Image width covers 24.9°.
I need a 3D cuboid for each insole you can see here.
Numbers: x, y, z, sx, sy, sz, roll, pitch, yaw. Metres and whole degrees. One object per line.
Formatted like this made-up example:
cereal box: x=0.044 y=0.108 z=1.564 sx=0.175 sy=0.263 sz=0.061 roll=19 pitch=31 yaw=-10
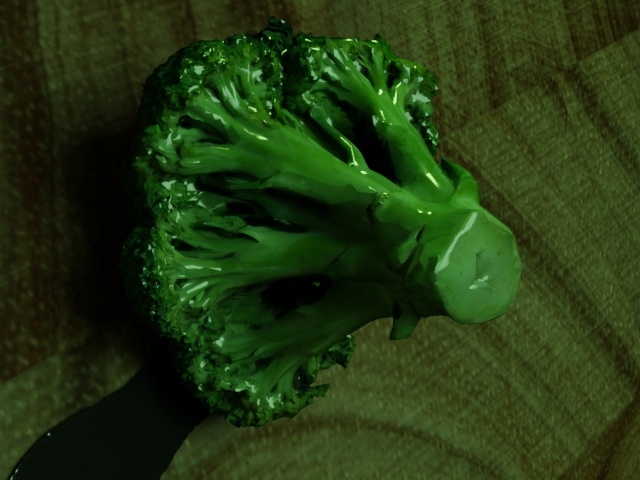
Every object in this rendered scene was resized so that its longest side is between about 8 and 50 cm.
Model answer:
insole: x=-0.124 y=0.129 z=0.933 sx=0.253 sy=0.005 sz=0.086 roll=-44 pitch=115 yaw=-46

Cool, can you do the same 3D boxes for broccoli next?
broccoli: x=0.000 y=0.000 z=0.921 sx=0.254 sy=0.269 sz=0.269 roll=-19 pitch=95 yaw=-41
